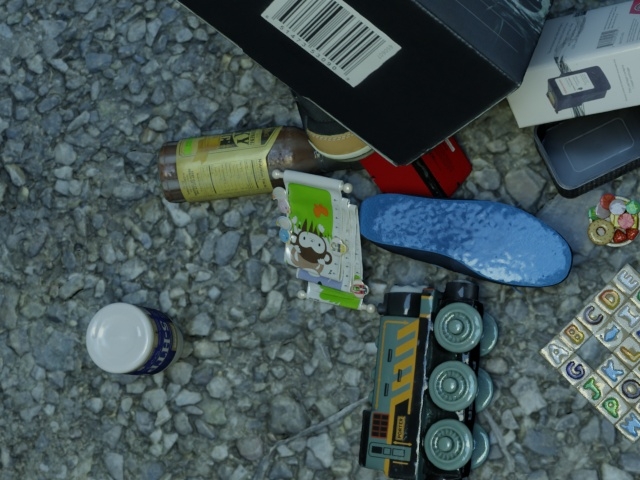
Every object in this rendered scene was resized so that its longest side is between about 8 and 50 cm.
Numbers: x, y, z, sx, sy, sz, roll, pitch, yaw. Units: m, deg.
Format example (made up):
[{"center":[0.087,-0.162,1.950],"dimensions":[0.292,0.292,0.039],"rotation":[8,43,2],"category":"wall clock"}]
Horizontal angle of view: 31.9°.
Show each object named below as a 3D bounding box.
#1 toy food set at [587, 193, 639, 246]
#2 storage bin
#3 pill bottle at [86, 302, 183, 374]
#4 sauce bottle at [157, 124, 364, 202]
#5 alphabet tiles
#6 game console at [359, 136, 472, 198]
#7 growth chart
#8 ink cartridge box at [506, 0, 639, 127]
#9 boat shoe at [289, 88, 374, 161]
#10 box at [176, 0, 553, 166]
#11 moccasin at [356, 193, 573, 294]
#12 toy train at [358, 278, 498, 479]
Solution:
[{"center":[0.460,-0.031,1.751],"dimensions":[0.083,0.020,0.083],"rotation":[4,83,14],"category":"toy food set"},{"center":[0.434,-0.157,1.744],"dimensions":[0.180,0.084,0.122],"rotation":[-26,77,7],"category":"storage bin"},{"center":[-0.292,0.163,1.812],"dimensions":[0.112,0.186,0.112],"rotation":[-2,82,13],"category":"pill bottle"},{"center":[-0.092,-0.132,1.851],"dimensions":[0.344,0.111,0.111],"rotation":[-7,80,8],"category":"sauce bottle"},{"center":[0.491,0.159,1.723],"dimensions":[0.237,0.009,0.198],"rotation":[-46,75,4],"category":"alphabet tiles"},{"center":[0.153,-0.128,1.800],"dimensions":[0.124,0.085,0.144],"rotation":[-48,117,-22],"category":"game console"},{"center":[0.000,0.000,1.791],"dimensions":[0.172,0.021,0.237],"rotation":[3,113,34],"category":"growth chart"},{"center":[0.408,-0.271,1.684],"dimensions":[0.237,0.172,0.100],"rotation":[-9,121,30],"category":"ink cartridge box"},{"center":[0.026,-0.370,1.793],"dimensions":[0.186,0.156,0.500],"rotation":[-9,62,17],"category":"boat shoe"},{"center":[0.086,-0.454,1.578],"dimensions":[0.480,0.297,0.472],"rotation":[35,56,-16],"category":"box"},{"center":[0.231,-0.012,1.755],"dimensions":[0.342,0.117,0.138],"rotation":[19,87,18],"category":"moccasin"},{"center":[0.164,0.223,1.730],"dimensions":[0.190,0.142,0.334],"rotation":[2,82,23],"category":"toy train"}]
